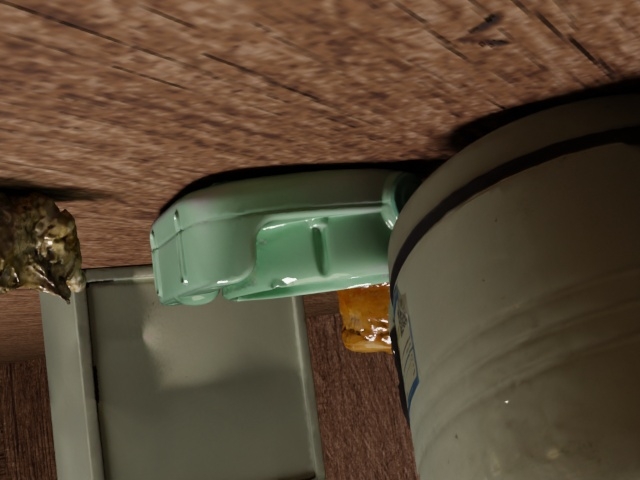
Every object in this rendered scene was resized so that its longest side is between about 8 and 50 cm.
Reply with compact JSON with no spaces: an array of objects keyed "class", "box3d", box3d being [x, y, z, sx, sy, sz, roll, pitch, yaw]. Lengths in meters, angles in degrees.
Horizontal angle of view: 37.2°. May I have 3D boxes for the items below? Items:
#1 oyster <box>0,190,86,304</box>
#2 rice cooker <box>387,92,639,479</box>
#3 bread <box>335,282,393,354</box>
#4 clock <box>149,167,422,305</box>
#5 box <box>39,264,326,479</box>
[{"class":"oyster","box3d":[-0.139,0.007,0.454,0.038,0.080,0.083,-31,-157,10]},{"class":"rice cooker","box3d":[0.143,0.060,0.450,0.226,0.244,0.226,-6,145,-4]},{"class":"bread","box3d":[0.199,0.018,0.774,0.380,0.109,0.185,-13,164,27]},{"class":"clock","box3d":[0.000,-0.001,0.560,0.189,0.060,0.148,-6,173,-19]},{"class":"box","box3d":[-0.130,0.139,0.897,0.225,0.224,0.117,-3,172,-31]}]
